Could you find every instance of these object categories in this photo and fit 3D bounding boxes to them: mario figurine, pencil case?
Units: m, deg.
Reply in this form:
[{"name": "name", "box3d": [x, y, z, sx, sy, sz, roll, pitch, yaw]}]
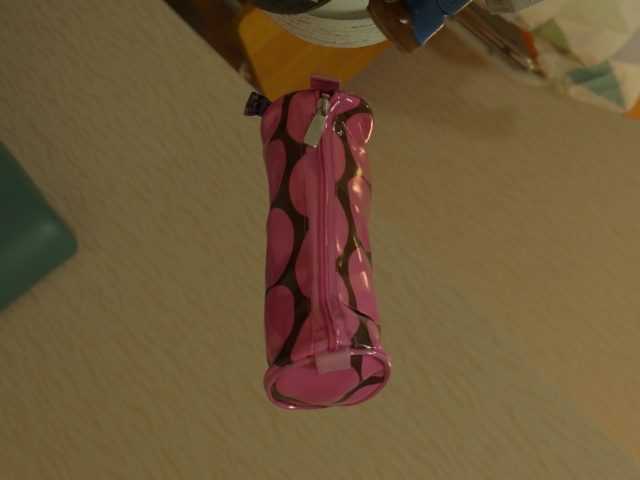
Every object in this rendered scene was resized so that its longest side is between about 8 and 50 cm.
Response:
[{"name": "mario figurine", "box3d": [0.173, -0.344, 0.865, 0.320, 0.198, 0.170, -33, 160, 20]}, {"name": "pencil case", "box3d": [0.000, 0.000, 0.560, 0.095, 0.209, 0.098, 3, 154, -16]}]

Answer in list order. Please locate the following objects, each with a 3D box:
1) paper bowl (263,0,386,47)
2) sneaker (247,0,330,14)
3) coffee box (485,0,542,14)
[{"name": "paper bowl", "box3d": [0.032, -0.408, 1.107, 0.284, 0.284, 0.148, -41, 172, -7]}, {"name": "sneaker", "box3d": [-0.078, -0.421, 0.722, 0.169, 0.448, 0.257, -21, -162, 32]}, {"name": "coffee box", "box3d": [0.304, -0.542, 1.434, 0.118, 0.297, 0.168, -23, -166, 2]}]
